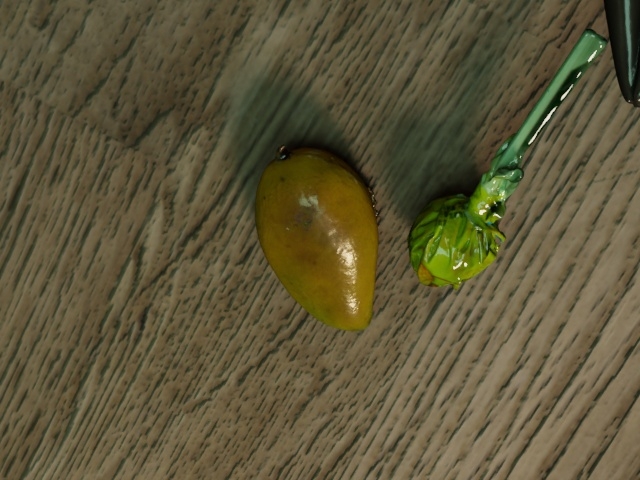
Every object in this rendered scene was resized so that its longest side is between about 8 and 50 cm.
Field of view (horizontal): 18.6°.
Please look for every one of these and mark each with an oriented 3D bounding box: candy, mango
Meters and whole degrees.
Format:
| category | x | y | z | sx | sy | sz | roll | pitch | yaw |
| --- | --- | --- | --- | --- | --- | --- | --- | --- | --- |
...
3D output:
| category | x | y | z | sx | sy | sz | roll | pitch | yaw |
| --- | --- | --- | --- | --- | --- | --- | --- | --- | --- |
| candy | 0.151 | -0.061 | 1.555 | 0.073 | 0.077 | 0.262 | 32 | 121 | -3 |
| mango | 0.000 | 0.000 | 1.631 | 0.101 | 0.066 | 0.187 | -8 | 119 | 14 |

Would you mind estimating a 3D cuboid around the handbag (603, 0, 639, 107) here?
| category | x | y | z | sx | sy | sz | roll | pitch | yaw |
| --- | --- | --- | --- | --- | --- | --- | --- | --- | --- |
| handbag | 0.347 | -0.235 | 1.450 | 0.285 | 0.113 | 0.257 | -7 | 104 | 13 |
